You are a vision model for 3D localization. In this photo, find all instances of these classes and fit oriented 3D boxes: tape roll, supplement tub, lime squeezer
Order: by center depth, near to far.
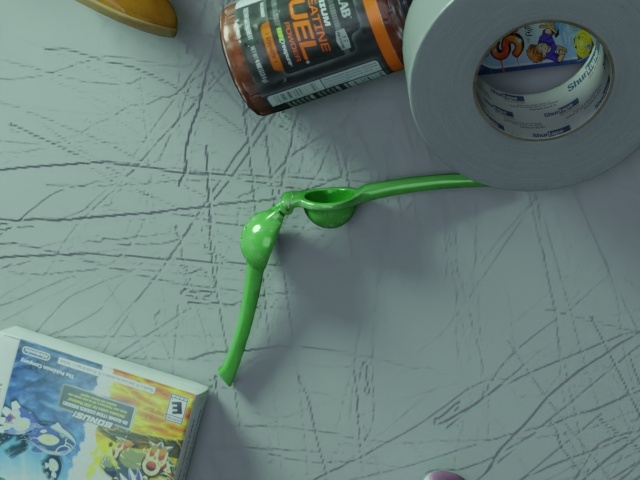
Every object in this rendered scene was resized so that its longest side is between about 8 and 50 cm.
[{"bbox_3d":[0.178,-0.149,1.334,0.219,0.072,0.219,-2,127,-3],"label":"tape roll"},{"bbox_3d":[0.019,-0.185,1.408,0.197,0.106,0.106,-18,90,13],"label":"supplement tub"},{"bbox_3d":[0.000,0.000,1.450,0.310,0.059,0.110,-38,85,11],"label":"lime squeezer"}]

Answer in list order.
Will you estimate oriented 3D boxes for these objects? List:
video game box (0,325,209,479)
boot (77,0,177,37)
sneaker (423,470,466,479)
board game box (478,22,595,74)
[{"bbox_3d":[-0.225,0.198,1.518,0.205,0.048,0.187,16,99,11],"label":"video game box"},{"bbox_3d":[-0.205,-0.335,1.448,0.295,0.104,0.211,35,101,12],"label":"boot"},{"bbox_3d":[0.145,0.320,1.427,0.104,0.095,0.236,-44,79,18],"label":"sneaker"},{"bbox_3d":[0.179,-0.244,1.365,0.136,0.035,0.201,-6,116,13],"label":"board game box"}]
